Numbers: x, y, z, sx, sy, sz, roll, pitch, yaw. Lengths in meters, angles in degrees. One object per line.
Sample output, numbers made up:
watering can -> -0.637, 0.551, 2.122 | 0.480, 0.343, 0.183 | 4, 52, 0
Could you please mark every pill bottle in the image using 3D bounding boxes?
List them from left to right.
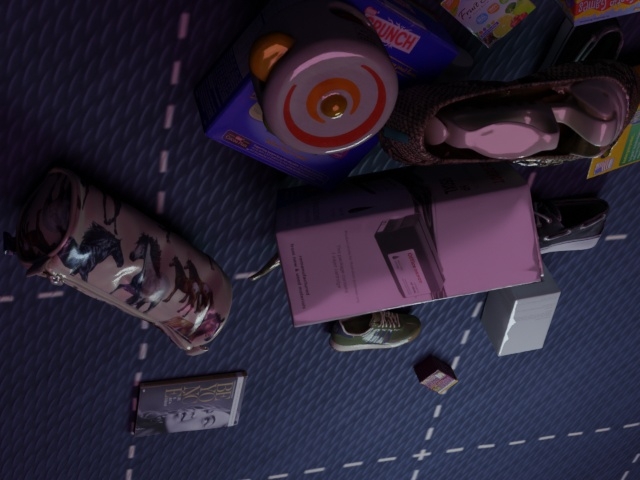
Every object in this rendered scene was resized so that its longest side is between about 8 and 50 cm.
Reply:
pill bottle -> 0.189, -0.242, 1.835 | 0.086, 0.086, 0.152 | 4, 133, -27

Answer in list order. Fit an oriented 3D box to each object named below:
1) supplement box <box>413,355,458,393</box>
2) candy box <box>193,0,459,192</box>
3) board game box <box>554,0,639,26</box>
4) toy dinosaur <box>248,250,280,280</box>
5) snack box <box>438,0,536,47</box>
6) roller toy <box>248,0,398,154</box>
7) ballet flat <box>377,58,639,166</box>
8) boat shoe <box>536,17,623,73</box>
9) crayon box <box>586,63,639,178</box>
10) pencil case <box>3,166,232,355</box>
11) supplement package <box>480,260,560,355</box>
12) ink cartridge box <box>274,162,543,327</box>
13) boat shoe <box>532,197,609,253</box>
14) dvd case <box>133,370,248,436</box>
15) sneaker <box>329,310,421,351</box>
supplement box -> 0.252, 0.294, 2.458 | 0.055, 0.043, 0.083 | -39, 137, 18
candy box -> 0.007, -0.255, 1.715 | 0.268, 0.122, 0.317 | 24, 122, -38
board game box -> 0.419, -0.477, 1.645 | 0.144, 0.142, 0.275 | -15, 138, -9
toy dinosaur -> 0.000, 0.000, 2.014 | 0.268, 0.064, 0.118 | -45, 122, 11
snack box -> 0.258, -0.376, 1.761 | 0.100, 0.037, 0.141 | -41, 135, 19
roller toy -> 0.004, -0.223, 1.551 | 0.191, 0.146, 0.209 | -17, 135, -3
ballet flat -> 0.328, -0.177, 1.716 | 0.482, 0.182, 0.164 | -8, 111, -20
boat shoe -> 0.432, -0.254, 1.913 | 0.113, 0.105, 0.306 | 2, 133, -25
crayon box -> 0.616, -0.241, 1.992 | 0.322, 0.083, 0.203 | -19, 152, -7
pencil case -> -0.315, 0.048, 1.849 | 0.159, 0.184, 0.410 | -1, 155, 39
supplement package -> 0.409, 0.137, 2.314 | 0.105, 0.105, 0.179 | -9, 137, -16
ink cartridge box -> 0.133, -0.013, 1.825 | 0.394, 0.285, 0.166 | -10, 106, 1
boat shoe -> 0.420, -0.030, 2.145 | 0.301, 0.108, 0.102 | -6, 136, -22
dvd case -> -0.266, 0.336, 2.295 | 0.221, 0.018, 0.165 | -4, 135, -20
sneaker -> 0.113, 0.170, 2.249 | 0.192, 0.064, 0.086 | -9, 142, -10
